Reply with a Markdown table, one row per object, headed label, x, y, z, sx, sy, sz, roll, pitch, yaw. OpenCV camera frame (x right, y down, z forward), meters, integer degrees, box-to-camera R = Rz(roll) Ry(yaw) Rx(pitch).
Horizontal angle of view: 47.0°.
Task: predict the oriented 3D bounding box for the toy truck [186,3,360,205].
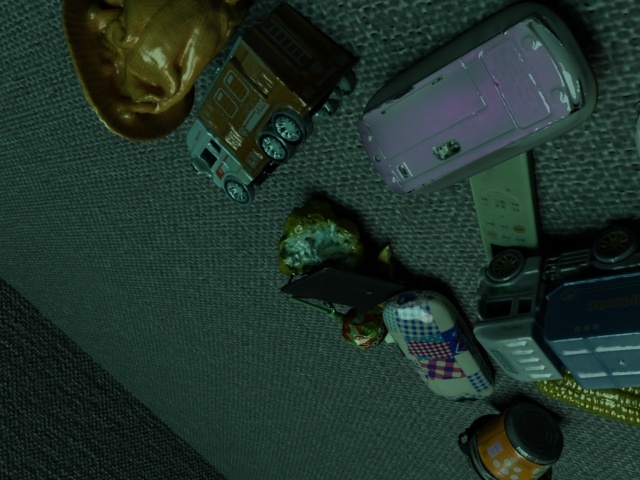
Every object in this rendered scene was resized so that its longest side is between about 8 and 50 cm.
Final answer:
| label | x | y | z | sx | sy | sz | roll | pitch | yaw |
| --- | --- | --- | --- | --- | --- | --- | --- | --- | --- |
| toy truck | -0.088 | -0.185 | 1.054 | 0.162 | 0.136 | 0.305 | 43 | 146 | -5 |

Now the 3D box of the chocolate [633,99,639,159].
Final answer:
| label | x | y | z | sx | sy | sz | roll | pitch | yaw |
| --- | --- | --- | --- | --- | --- | --- | --- | --- | --- |
| chocolate | 0.418 | -0.064 | 0.753 | 0.221 | 0.147 | 0.221 | 20 | 149 | 13 |

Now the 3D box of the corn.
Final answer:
| label | x | y | z | sx | sy | sz | roll | pitch | yaw |
| --- | --- | --- | --- | --- | --- | --- | --- | --- | --- |
| corn | 0.497 | 0.219 | 1.110 | 0.345 | 0.131 | 0.131 | 10 | 143 | 35 |

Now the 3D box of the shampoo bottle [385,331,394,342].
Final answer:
| label | x | y | z | sx | sy | sz | roll | pitch | yaw |
| --- | --- | --- | --- | --- | --- | --- | --- | --- | --- |
| shampoo bottle | 0.158 | 0.149 | 1.396 | 0.141 | 0.049 | 0.034 | 106 | 149 | -55 |

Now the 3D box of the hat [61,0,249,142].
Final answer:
| label | x | y | z | sx | sy | sz | roll | pitch | yaw |
| --- | --- | --- | --- | --- | --- | --- | --- | --- | --- |
| hat | -0.175 | -0.279 | 0.949 | 0.233 | 0.244 | 0.233 | -17 | 133 | 36 |

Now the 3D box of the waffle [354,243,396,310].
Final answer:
| label | x | y | z | sx | sy | sz | roll | pitch | yaw |
| --- | --- | --- | --- | --- | --- | --- | --- | --- | --- |
| waffle | 0.128 | 0.072 | 1.320 | 0.125 | 0.032 | 0.191 | 38 | 150 | -7 |

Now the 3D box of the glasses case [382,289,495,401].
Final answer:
| label | x | y | z | sx | sy | sz | roll | pitch | yaw |
| --- | --- | --- | --- | --- | --- | --- | --- | --- | --- |
| glasses case | 0.223 | 0.201 | 1.358 | 0.125 | 0.076 | 0.327 | -13 | 133 | 26 |

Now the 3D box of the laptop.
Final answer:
| label | x | y | z | sx | sy | sz | roll | pitch | yaw |
| --- | --- | --- | --- | --- | --- | --- | --- | --- | --- |
| laptop | 0.047 | 0.086 | 1.278 | 0.197 | 0.016 | 0.135 | 13 | 154 | -35 |

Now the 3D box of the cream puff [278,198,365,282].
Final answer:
| label | x | y | z | sx | sy | sz | roll | pitch | yaw |
| --- | --- | --- | --- | --- | --- | --- | --- | --- | --- |
| cream puff | 0.000 | -0.001 | 1.263 | 0.156 | 0.121 | 0.156 | 1 | 104 | 4 |

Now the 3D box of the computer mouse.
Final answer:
| label | x | y | z | sx | sy | sz | roll | pitch | yaw |
| --- | --- | --- | --- | --- | --- | --- | --- | --- | --- |
| computer mouse | 0.177 | -0.158 | 0.873 | 0.310 | 0.072 | 0.158 | -25 | 98 | 47 |

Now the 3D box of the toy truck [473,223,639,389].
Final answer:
| label | x | y | z | sx | sy | sz | roll | pitch | yaw |
| --- | --- | --- | --- | --- | --- | --- | --- | --- | --- |
| toy truck | 0.379 | 0.088 | 0.958 | 0.367 | 0.175 | 0.146 | -14 | 129 | 41 |

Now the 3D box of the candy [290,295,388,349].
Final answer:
| label | x | y | z | sx | sy | sz | roll | pitch | yaw |
| --- | --- | --- | --- | --- | --- | --- | --- | --- | --- |
| candy | 0.028 | 0.147 | 1.481 | 0.288 | 0.084 | 0.078 | 16 | 111 | 53 |

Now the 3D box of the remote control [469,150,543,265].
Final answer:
| label | x | y | z | sx | sy | sz | roll | pitch | yaw |
| --- | --- | --- | --- | --- | --- | --- | --- | --- | --- |
| remote control | 0.259 | -0.049 | 1.024 | 0.090 | 0.038 | 0.309 | 13 | 145 | 30 |

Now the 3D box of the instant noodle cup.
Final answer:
| label | x | y | z | sx | sy | sz | roll | pitch | yaw |
| --- | --- | --- | --- | --- | --- | --- | --- | --- | --- |
| instant noodle cup | 0.389 | 0.394 | 1.434 | 0.208 | 0.177 | 0.125 | 8 | 138 | -20 |
